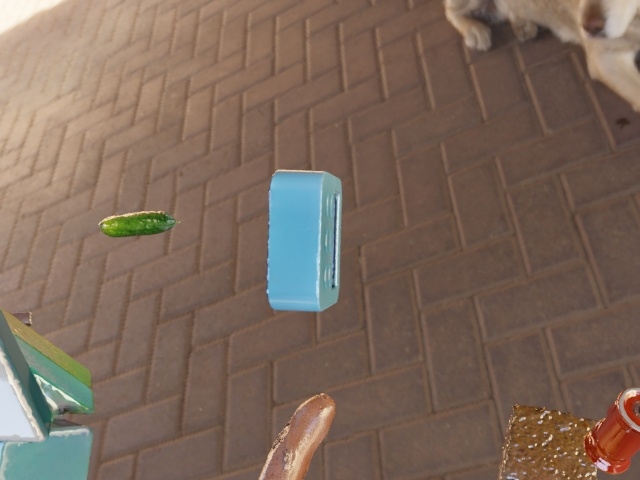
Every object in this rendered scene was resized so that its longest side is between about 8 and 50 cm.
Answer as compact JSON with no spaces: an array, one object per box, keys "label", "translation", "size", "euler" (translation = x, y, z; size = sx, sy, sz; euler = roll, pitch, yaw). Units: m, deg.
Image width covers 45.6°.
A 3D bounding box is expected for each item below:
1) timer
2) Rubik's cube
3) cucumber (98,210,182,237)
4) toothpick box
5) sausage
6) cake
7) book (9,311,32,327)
[{"label":"timer","translation":[0.000,0.000,1.299],"size":[0.091,0.250,0.231],"euler":[1,91,20]},{"label":"Rubik's cube","translation":[-0.430,0.212,0.836],"size":[0.368,0.387,0.358],"euler":[11,94,15]},{"label":"cucumber","translation":[-0.271,-0.025,1.132],"size":[0.039,0.168,0.039],"euler":[3,97,30]},{"label":"toothpick box","translation":[0.272,0.172,0.683],"size":[0.047,0.083,0.047],"euler":[6,48,-6]},{"label":"sausage","translation":[-0.061,0.419,1.369],"size":[0.087,0.079,0.326],"euler":[10,56,22]},{"label":"cake","translation":[0.334,0.331,1.134],"size":[0.135,0.147,0.134],"euler":[14,57,11]},{"label":"book","translation":[-0.546,0.136,1.090],"size":[0.157,0.231,0.026],"euler":[-31,64,57]}]
